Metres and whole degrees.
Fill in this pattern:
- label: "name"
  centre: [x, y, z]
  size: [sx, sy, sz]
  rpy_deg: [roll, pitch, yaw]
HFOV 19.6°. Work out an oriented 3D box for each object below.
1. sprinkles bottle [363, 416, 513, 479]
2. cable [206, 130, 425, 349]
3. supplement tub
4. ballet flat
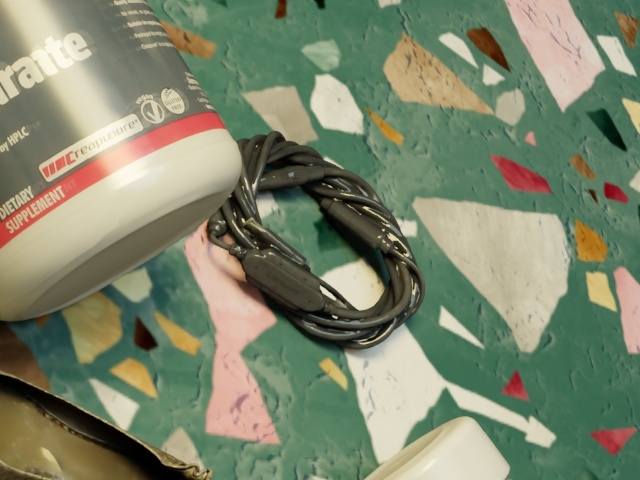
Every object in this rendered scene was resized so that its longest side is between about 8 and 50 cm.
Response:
- label: "sprinkles bottle"
  centre: [0.157, 0.293, 1.258]
  size: [0.355, 0.121, 0.121]
  rpy_deg: [54, 41, 0]
- label: "cable"
  centre: [0.000, 0.000, 1.379]
  size: [0.184, 0.047, 0.151]
  rpy_deg: [31, 41, -20]
- label: "supplement tub"
  centre: [-0.191, -0.104, 1.157]
  size: [0.191, 0.191, 0.272]
  rpy_deg: [-27, 82, -48]
- label: "ballet flat"
  centre: [-0.158, 0.126, 1.131]
  size: [0.250, 0.058, 0.084]
  rpy_deg: [31, 45, -24]
